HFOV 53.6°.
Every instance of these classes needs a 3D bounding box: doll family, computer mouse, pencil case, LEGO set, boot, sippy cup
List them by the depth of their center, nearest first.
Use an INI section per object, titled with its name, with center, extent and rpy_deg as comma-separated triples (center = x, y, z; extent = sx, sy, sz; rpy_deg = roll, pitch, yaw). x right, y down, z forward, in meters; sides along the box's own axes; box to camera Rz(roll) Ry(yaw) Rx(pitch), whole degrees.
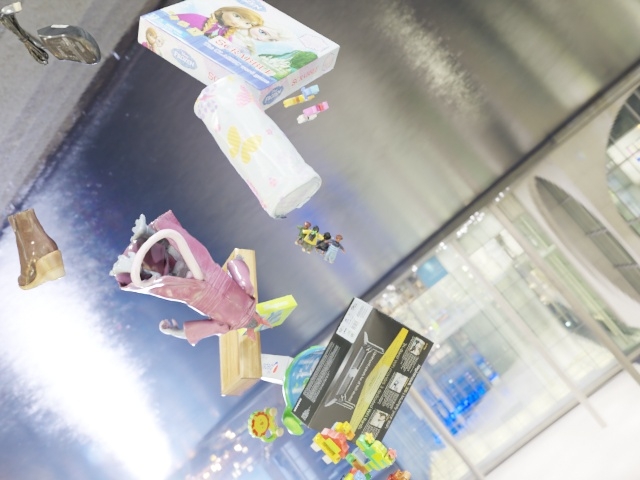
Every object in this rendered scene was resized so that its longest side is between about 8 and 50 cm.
[pencil case]
center = -0.115, -0.174, 1.163
extent = 0.113, 0.273, 0.124
rpy_deg = -41, 171, 23
[computer mouse]
center = -0.648, -0.509, 1.527
extent = 0.184, 0.261, 0.060
rpy_deg = 55, 52, -49
[sippy cup]
center = 0.040, 0.394, 1.730
extent = 0.224, 0.239, 0.306
rpy_deg = 140, -35, -63
[boot]
center = -0.806, 0.024, 1.759
extent = 0.248, 0.207, 0.090
rpy_deg = -15, -168, 42
[LEGO set]
center = -0.056, -0.411, 1.928
extent = 0.093, 0.087, 0.227
rpy_deg = -20, -175, -10
[doll family]
center = 0.000, 0.000, 2.261
extent = 0.076, 0.192, 0.111
rpy_deg = -82, -164, -67

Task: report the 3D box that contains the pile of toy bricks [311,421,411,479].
[pile of toy bricks]
center = 0.098, 0.411, 1.189
extent = 0.118, 0.212, 0.105
rpy_deg = -40, 174, -48

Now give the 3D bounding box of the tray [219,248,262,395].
[tray]
center = -0.255, 0.256, 1.982
extent = 0.076, 0.411, 0.203
rpy_deg = 6, 151, -25

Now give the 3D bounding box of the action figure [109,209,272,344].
[action figure]
center = -0.232, 0.085, 1.325
extent = 0.275, 0.370, 0.248
rpy_deg = -12, -135, 58

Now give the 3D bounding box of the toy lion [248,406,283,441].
[toy lion]
center = -0.156, 0.513, 1.750
extent = 0.034, 0.100, 0.096
rpy_deg = -8, -166, 45

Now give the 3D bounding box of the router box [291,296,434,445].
[router box]
center = 0.106, 0.322, 1.505
extent = 0.081, 0.243, 0.309
rpy_deg = 23, -98, 54

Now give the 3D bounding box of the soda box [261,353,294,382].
[soda box]
center = -0.142, 0.476, 2.313
extent = 0.286, 0.098, 0.091
rpy_deg = -15, -126, 63

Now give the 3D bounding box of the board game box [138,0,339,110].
[board game box]
center = -0.170, -0.432, 1.393
extent = 0.318, 0.318, 0.066
rpy_deg = -45, 163, -45

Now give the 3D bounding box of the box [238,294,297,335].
[box]
center = -0.164, 0.218, 1.831
extent = 0.178, 0.042, 0.109
rpy_deg = -11, 150, -45
